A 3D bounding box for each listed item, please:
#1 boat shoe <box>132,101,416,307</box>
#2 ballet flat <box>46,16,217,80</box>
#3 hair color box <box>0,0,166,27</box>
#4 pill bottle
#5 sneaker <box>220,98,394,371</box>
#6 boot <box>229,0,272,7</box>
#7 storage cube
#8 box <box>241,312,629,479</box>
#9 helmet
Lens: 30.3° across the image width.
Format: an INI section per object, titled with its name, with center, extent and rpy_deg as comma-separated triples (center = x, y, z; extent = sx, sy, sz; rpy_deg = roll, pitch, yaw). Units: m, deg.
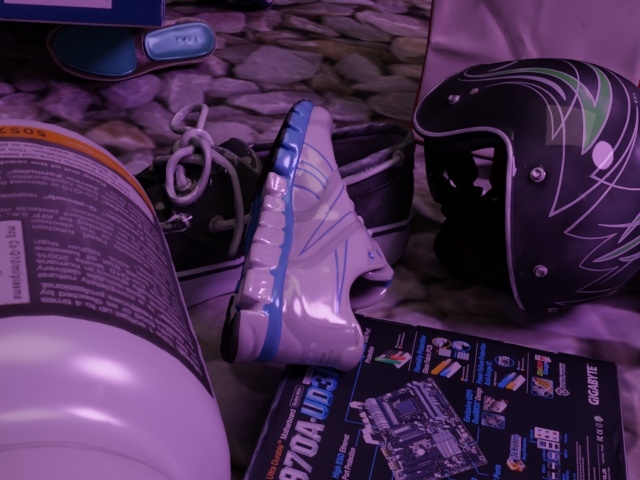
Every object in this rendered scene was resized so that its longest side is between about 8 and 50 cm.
[boat shoe]
center = -0.069, -0.025, 0.746
extent = 0.306, 0.105, 0.113
rpy_deg = -6, 30, -25
[ballet flat]
center = -0.174, -0.172, 1.077
extent = 0.168, 0.057, 0.052
rpy_deg = -7, 3, -33
[hair color box]
center = -0.228, -0.266, 1.089
extent = 0.173, 0.105, 0.347
rpy_deg = 2, 15, -9
[pill bottle]
center = -0.125, 0.071, 0.489
extent = 0.162, 0.162, 0.278
rpy_deg = -1, 28, -16
[sneaker]
center = 0.000, 0.000, 0.645
extent = 0.082, 0.071, 0.191
rpy_deg = 15, 46, -7
[boot]
center = -0.097, -0.291, 1.227
extent = 0.086, 0.069, 0.190
rpy_deg = 14, 0, 7
[storage cube]
center = 0.194, -0.182, 1.029
extent = 0.214, 0.184, 0.193
rpy_deg = 14, 30, 11
[box]
center = 0.056, 0.117, 0.565
extent = 0.175, 0.051, 0.220
rpy_deg = 10, 28, 6
[helmet]
center = 0.150, -0.038, 0.770
extent = 0.169, 0.170, 0.161
rpy_deg = -17, 31, -39
